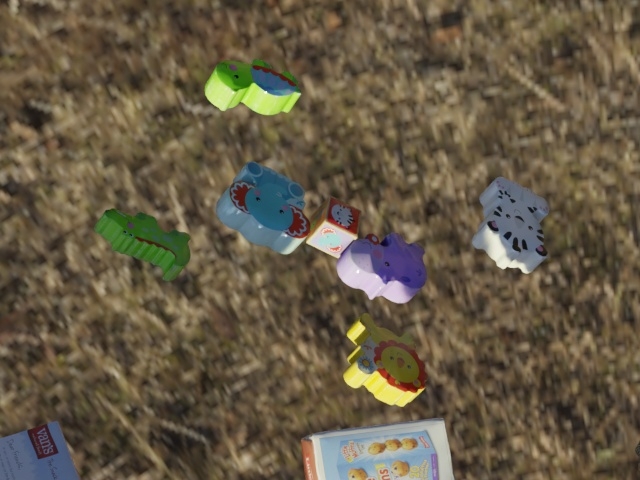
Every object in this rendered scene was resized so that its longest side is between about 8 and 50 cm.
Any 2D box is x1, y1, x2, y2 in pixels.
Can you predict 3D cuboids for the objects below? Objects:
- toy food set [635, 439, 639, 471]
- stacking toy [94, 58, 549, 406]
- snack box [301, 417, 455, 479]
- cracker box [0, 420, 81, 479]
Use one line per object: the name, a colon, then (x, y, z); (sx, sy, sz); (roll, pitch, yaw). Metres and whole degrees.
toy food set: (0.287, 0.153, 1.353); (0.122, 0.078, 0.019); (-21, 54, -19)
stacking toy: (0.000, 0.000, 1.026); (0.221, 0.167, 0.052); (26, 45, -15)
snack box: (0.037, 0.169, 0.786); (0.064, 0.022, 0.178); (-5, 77, -18)
cracker box: (-0.341, 0.280, 1.755); (0.232, 0.067, 0.156); (-17, 41, -12)
